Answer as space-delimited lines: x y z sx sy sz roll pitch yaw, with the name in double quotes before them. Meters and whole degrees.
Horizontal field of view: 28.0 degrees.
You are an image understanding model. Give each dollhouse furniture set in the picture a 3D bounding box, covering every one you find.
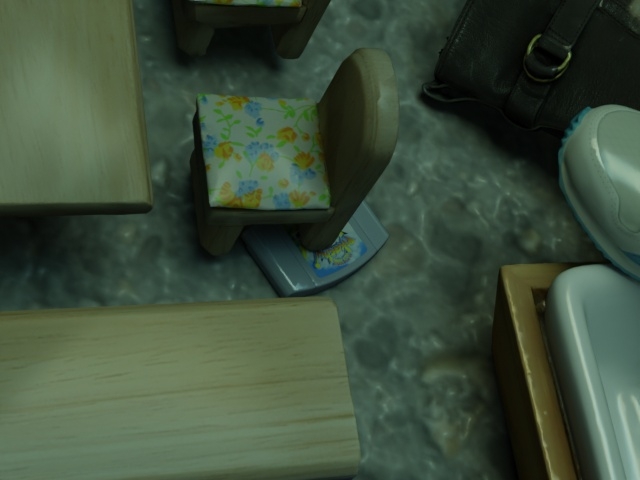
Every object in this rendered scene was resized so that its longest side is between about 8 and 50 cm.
"dollhouse furniture set" -0.131 -0.048 0.597 0.362 0.256 0.394 -2 68 -18

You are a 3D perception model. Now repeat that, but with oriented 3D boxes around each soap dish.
"soap dish" 0.245 0.124 0.745 0.291 0.118 0.229 -1 66 -21

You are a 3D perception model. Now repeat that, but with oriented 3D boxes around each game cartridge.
"game cartridge" 0.000 0.000 0.773 0.083 0.017 0.056 -30 82 -29

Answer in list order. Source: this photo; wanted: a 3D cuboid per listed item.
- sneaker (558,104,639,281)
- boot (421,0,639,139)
"sneaker" 0.229 0.000 0.675 0.229 0.092 0.087 38 60 2
"boot" 0.205 -0.141 0.774 0.229 0.263 0.091 41 18 18
